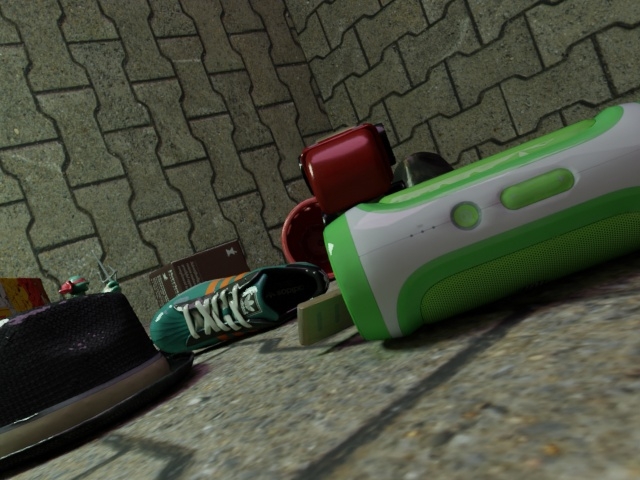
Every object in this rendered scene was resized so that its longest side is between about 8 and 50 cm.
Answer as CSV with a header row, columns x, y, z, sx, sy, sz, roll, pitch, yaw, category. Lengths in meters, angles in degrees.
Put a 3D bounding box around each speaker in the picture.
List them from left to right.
x,y,z,sx,sy,sz,roll,pitch,yaw,category
0.158,-0.014,0.465,0.296,0.131,0.131,-21,1,6,speaker

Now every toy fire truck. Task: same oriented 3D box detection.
x,y,z,sx,sy,sz,roll,pitch,yaw,category
0.038,-0.006,0.624,0.158,0.217,0.246,-20,16,8,toy fire truck

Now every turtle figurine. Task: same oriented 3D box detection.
x,y,z,sx,sy,sz,roll,pitch,yaw,category
-0.427,0.143,1.046,0.118,0.234,0.175,-21,1,-20,turtle figurine

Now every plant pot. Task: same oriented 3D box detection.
x,y,z,sx,sy,sz,roll,pitch,yaw,category
0.000,0.000,1.299,0.191,0.191,0.174,-21,-2,-6,plant pot

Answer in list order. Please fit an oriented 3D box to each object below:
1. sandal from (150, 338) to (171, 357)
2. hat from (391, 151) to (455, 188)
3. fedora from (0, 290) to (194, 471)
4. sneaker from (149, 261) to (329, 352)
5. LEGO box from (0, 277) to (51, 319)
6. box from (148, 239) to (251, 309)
x,y,z,sx,sy,sz,roll,pitch,yaw,category
-0.303,0.200,1.000,0.067,0.040,0.179,-21,1,15,sandal
0.243,-0.126,1.240,0.331,0.134,0.331,-22,-16,-7,hat
-0.336,0.159,0.672,0.333,0.153,0.334,-21,1,0,fedora
-0.130,0.100,0.866,0.302,0.108,0.121,-20,-4,-10,sneaker
-0.720,0.255,0.885,0.499,0.193,0.372,-27,0,-10,LEGO box
-0.270,0.115,1.253,0.167,0.169,0.203,-20,0,-33,box
